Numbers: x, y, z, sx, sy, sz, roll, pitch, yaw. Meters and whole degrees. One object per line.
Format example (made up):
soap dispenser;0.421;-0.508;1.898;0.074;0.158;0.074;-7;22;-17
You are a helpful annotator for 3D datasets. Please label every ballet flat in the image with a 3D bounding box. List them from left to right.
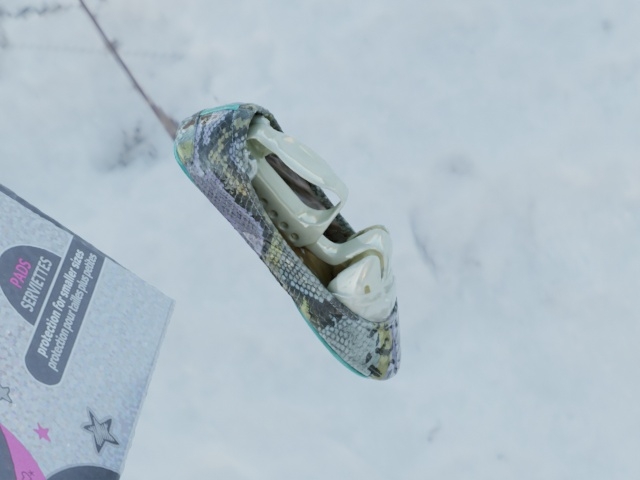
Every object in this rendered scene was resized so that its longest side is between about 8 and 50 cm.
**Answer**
ballet flat;0.000;0.000;0.557;0.041;0.114;0.041;-35;20;15

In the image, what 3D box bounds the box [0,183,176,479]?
box;-0.168;0.088;0.616;0.142;0.163;0.247;-47;16;30
